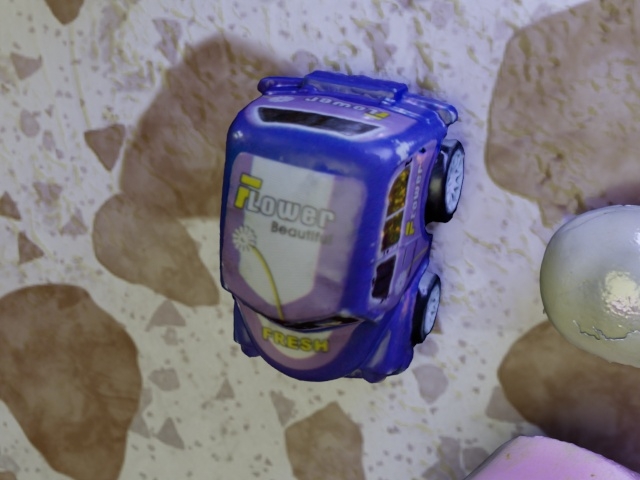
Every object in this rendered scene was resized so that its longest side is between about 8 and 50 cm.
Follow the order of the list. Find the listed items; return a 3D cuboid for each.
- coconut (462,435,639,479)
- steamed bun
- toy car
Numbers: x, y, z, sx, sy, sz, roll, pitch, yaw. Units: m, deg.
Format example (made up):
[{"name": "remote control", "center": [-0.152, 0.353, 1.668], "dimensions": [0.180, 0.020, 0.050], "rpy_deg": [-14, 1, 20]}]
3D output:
[{"name": "coconut", "center": [0.175, 0.264, 1.171], "dimensions": [0.233, 0.245, 0.233], "rpy_deg": [37, 144, 34]}, {"name": "steamed bun", "center": [0.220, 0.031, 1.163], "dimensions": [0.130, 0.091, 0.113], "rpy_deg": [16, 107, 16]}, {"name": "toy car", "center": [0.000, 0.000, 1.197], "dimensions": [0.172, 0.158, 0.235], "rpy_deg": [11, 107, 17]}]
